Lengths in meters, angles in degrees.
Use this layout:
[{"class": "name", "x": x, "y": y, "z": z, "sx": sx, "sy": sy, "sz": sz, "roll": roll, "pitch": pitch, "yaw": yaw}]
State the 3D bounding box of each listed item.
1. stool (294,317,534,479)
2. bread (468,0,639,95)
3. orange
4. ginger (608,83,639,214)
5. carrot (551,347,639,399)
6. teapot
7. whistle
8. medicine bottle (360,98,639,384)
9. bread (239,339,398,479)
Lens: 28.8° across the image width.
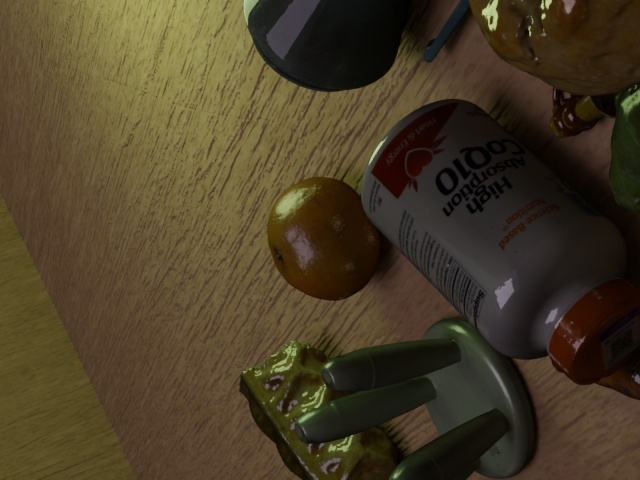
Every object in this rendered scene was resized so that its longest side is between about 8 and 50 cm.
[{"class": "stool", "x": 0.106, "y": 0.212, "z": 1.400, "sx": 0.195, "sy": 0.198, "sz": 0.195, "roll": 57, "pitch": 153, "yaw": 22}, {"class": "bread", "x": 0.189, "y": -0.224, "z": 0.936, "sx": 0.244, "sy": 0.134, "sz": 0.244, "roll": -3, "pitch": 87, "yaw": 64}, {"class": "orange", "x": 0.000, "y": 0.000, "z": 1.528, "sx": 0.156, "sy": 0.124, "sz": 0.156, "roll": 37, "pitch": 136, "yaw": 45}, {"class": "ginger", "x": 0.302, "y": -0.093, "z": 0.925, "sx": 0.137, "sy": 0.089, "sz": 0.290, "roll": 63, "pitch": 153, "yaw": -6}, {"class": "carrot", "x": 0.276, "y": 0.117, "z": 1.173, "sx": 0.161, "sy": 0.055, "sz": 0.055, "roll": 10, "pitch": 117, "yaw": 67}, {"class": "teapot", "x": 0.044, "y": -0.258, "z": 1.237, "sx": 0.203, "sy": 0.171, "sz": 0.225, "roll": 34, "pitch": 142, "yaw": -1}, {"class": "whistle", "x": 0.226, "y": -0.123, "z": 1.099, "sx": 0.057, "sy": 0.046, "sz": 0.109, "roll": 55, "pitch": 161, "yaw": -5}, {"class": "medicine bottle", "x": 0.176, "y": 0.004, "z": 1.157, "sx": 0.289, "sy": 0.157, "sz": 0.157, "roll": 47, "pitch": 147, "yaw": 36}, {"class": "bread", "x": 0.006, "y": 0.268, "z": 1.714, "sx": 0.268, "sy": 0.130, "sz": 0.152, "roll": 51, "pitch": 144, "yaw": 30}]
